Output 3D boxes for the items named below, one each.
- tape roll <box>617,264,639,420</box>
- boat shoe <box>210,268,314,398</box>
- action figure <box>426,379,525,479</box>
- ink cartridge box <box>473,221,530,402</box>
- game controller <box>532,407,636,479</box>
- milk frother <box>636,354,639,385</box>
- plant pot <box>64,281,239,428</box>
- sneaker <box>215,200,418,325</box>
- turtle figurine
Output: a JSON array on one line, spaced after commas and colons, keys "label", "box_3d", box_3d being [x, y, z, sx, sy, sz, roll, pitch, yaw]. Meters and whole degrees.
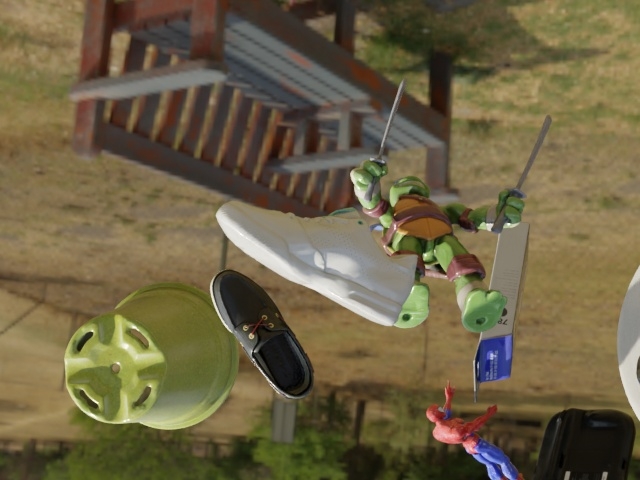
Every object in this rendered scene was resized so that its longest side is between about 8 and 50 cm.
[{"label": "tape roll", "box_3d": [0.572, 0.126, 1.240, 0.392, 0.392, 0.072, -6, 159, 42]}, {"label": "boat shoe", "box_3d": [-0.049, 0.081, 0.858, 0.049, 0.133, 0.042, -34, -176, -14]}, {"label": "action figure", "box_3d": [0.318, 0.369, 1.884, 0.280, 0.139, 0.091, 36, 150, -22]}, {"label": "ink cartridge box", "box_3d": [0.354, 0.138, 1.886, 0.065, 0.333, 0.165, 8, 146, 15]}, {"label": "game controller", "box_3d": [0.437, 0.426, 1.661, 0.166, 0.319, 0.067, -3, 139, 35]}, {"label": "milk frother", "box_3d": [0.452, 0.174, 1.108, 0.129, 0.143, 0.135, 23, 149, -13]}, {"label": "plant pot", "box_3d": [-0.311, 0.210, 1.700, 0.275, 0.276, 0.254, 3, 179, 13]}, {"label": "sneaker", "box_3d": [0.000, 0.000, 0.977, 0.212, 0.094, 0.080, 29, 171, -14]}, {"label": "turtle figurine", "box_3d": [0.142, -0.038, 1.168, 0.197, 0.266, 0.274, 32, 123, -30]}]
